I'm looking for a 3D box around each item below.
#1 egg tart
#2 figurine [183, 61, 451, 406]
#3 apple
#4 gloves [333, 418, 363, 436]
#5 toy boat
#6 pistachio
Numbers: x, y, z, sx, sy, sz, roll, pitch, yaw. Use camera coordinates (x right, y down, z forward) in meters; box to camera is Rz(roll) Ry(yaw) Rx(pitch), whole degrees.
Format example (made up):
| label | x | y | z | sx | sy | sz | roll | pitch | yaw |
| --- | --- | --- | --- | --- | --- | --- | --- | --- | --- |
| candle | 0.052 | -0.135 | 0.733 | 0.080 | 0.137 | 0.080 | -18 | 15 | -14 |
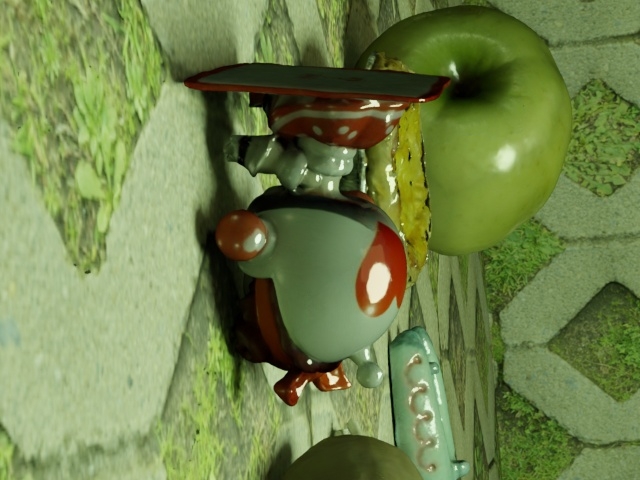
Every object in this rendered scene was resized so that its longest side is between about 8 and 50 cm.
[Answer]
| label | x | y | z | sx | sy | sz | roll | pitch | yaw |
| --- | --- | --- | --- | --- | --- | --- | --- | --- | --- |
| egg tart | 0.047 | -0.061 | 1.304 | 0.234 | 0.094 | 0.234 | -2 | 90 | -80 |
| figurine | 0.000 | 0.000 | 0.954 | 0.183 | 0.160 | 0.226 | -46 | 140 | -75 |
| apple | 0.152 | -0.121 | 1.544 | 0.279 | 0.279 | 0.279 | -5 | 90 | -79 |
| gloves | 0.028 | 0.185 | 1.234 | 0.081 | 0.037 | 0.044 | -89 | -162 | -82 |
| toy boat | 0.129 | 0.204 | 1.652 | 0.134 | 0.079 | 0.207 | 17 | 67 | -81 |
| pistachio | 0.019 | 0.213 | 1.000 | 0.129 | 0.131 | 0.206 | -52 | -173 | 15 |
